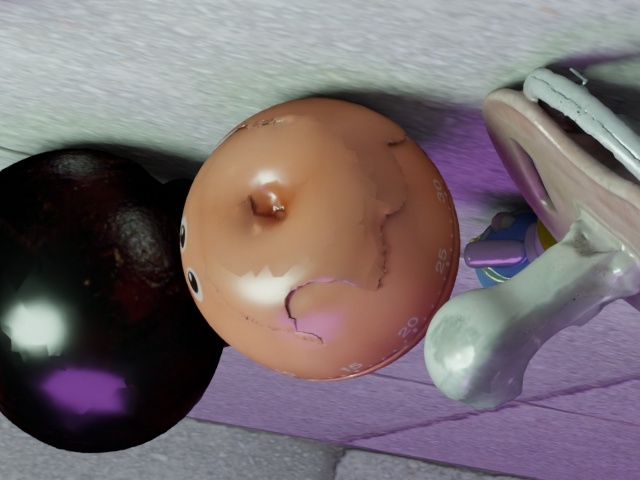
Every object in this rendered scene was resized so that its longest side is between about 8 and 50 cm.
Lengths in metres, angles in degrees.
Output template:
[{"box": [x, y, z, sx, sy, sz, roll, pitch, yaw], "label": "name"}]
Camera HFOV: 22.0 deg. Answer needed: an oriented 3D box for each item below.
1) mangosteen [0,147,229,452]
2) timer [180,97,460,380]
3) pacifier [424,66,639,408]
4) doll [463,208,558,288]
[{"box": [-0.199, 0.049, 1.546, 0.314, 0.296, 0.297, -17, 161, 5], "label": "mangosteen"}, {"box": [0.000, 0.000, 1.361, 0.230, 0.229, 0.215, 0, 163, 21], "label": "timer"}, {"box": [0.213, 0.015, 1.260, 0.220, 0.273, 0.332, 8, -153, -40], "label": "pacifier"}, {"box": [0.217, 0.007, 1.546, 0.135, 0.098, 0.241, 33, 158, -8], "label": "doll"}]
